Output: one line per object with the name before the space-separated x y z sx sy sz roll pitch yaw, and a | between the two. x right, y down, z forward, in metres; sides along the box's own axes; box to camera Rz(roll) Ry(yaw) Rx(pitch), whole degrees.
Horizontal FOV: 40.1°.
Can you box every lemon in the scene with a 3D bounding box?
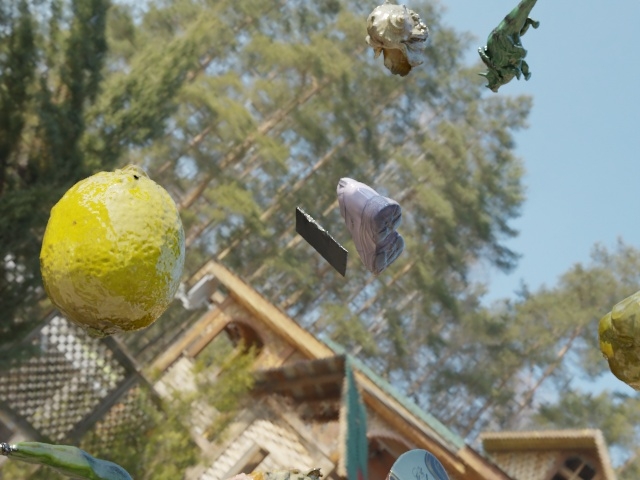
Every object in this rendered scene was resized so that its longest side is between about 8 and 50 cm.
lemon | -0.355 0.015 1.517 0.245 0.320 0.245 7 -17 2

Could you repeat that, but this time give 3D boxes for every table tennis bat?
table tennis bat | 0.142 0.459 1.455 0.022 0.301 0.173 -25 -90 37

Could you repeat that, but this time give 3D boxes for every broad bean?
broad bean | -0.398 0.371 1.444 0.297 0.043 0.060 29 25 -28

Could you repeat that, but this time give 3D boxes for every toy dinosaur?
toy dinosaur | 0.400 -0.400 1.779 0.120 0.079 0.292 47 -33 9

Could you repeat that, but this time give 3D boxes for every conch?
conch | 0.191 -0.513 2.267 0.245 0.163 0.178 144 -70 -72

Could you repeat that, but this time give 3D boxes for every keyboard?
keyboard | 0.002 -0.001 1.930 0.196 0.015 0.074 43 -34 41

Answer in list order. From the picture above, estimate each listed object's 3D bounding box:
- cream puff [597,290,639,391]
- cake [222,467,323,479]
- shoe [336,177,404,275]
cream puff | 0.618 0.166 1.363 0.291 0.324 0.257 16 45 -54
cake | -0.158 0.674 1.910 0.314 0.307 0.293 -26 -28 32
shoe | 0.095 -0.028 1.785 0.137 0.095 0.245 43 -19 28
